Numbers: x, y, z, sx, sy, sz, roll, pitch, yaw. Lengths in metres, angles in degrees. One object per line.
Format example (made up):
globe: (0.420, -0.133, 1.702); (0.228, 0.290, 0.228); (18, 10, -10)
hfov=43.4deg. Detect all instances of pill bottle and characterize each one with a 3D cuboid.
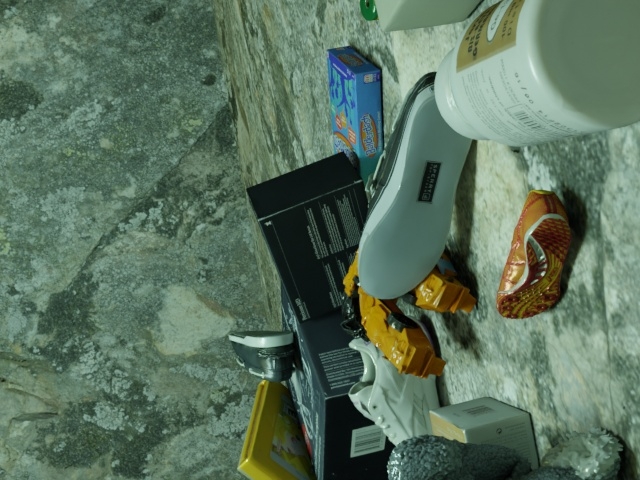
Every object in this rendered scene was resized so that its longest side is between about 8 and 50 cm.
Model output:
pill bottle: (0.186, -0.149, 0.691); (0.229, 0.131, 0.131); (-176, 75, -77)

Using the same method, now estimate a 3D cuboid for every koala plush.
koala plush: (0.215, 0.284, 0.840); (0.203, 0.221, 0.196); (4, -105, -59)

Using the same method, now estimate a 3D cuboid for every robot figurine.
robot figurine: (0.117, 0.079, 1.210); (0.211, 0.085, 0.291); (-66, 21, 12)

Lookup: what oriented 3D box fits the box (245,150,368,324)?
box: (0.000, 0.000, 1.399); (0.103, 0.184, 0.261); (-119, 9, -48)

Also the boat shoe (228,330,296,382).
boat shoe: (-0.119, 0.227, 1.599); (0.302, 0.114, 0.091); (159, 107, -79)

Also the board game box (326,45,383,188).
board game box: (0.060, -0.211, 1.388); (0.160, 0.047, 0.210); (-123, 23, -58)

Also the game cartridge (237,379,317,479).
game cartridge: (-0.015, 0.460, 1.679); (0.053, 0.323, 0.285); (-47, 14, 22)

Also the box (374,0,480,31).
box: (0.137, -0.314, 0.815); (0.275, 0.113, 0.094); (142, 117, -75)

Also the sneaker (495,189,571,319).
sneaker: (0.228, 0.020, 0.857); (0.175, 0.064, 0.067); (99, 177, -45)

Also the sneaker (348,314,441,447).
sneaker: (0.126, 0.281, 1.292); (0.114, 0.152, 0.305); (153, 104, -75)

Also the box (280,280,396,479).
box: (0.044, 0.267, 1.584); (0.312, 0.179, 0.343); (-112, 16, -44)

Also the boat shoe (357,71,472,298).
boat shoe: (0.113, -0.071, 1.059); (0.105, 0.113, 0.306); (-106, 23, -60)

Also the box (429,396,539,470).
box: (0.217, 0.304, 1.043); (0.130, 0.091, 0.170); (171, 88, -77)

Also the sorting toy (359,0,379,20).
sorting toy: (0.095, -0.418, 1.014); (0.274, 0.046, 0.132); (115, 138, -56)
